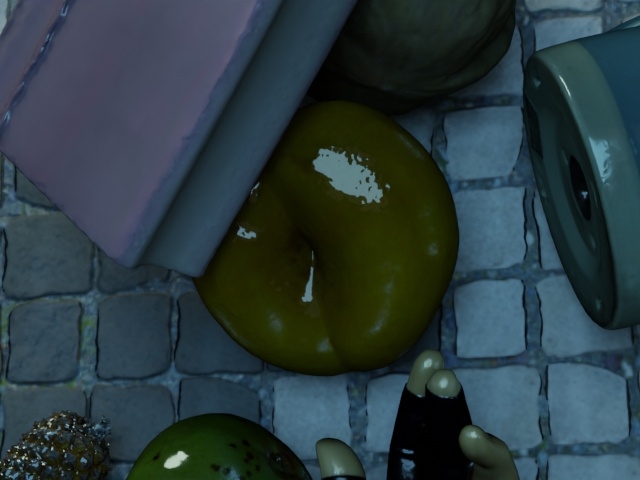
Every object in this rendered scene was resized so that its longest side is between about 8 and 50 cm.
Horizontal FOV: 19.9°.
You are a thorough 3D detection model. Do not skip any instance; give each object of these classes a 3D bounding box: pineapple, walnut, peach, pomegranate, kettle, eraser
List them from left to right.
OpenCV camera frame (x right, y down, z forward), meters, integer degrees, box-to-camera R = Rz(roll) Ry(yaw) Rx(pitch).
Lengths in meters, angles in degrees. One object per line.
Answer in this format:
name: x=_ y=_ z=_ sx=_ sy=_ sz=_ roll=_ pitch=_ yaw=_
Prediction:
pineapple: x=-0.266 y=0.238 z=1.628 sx=0.221 sy=0.083 sz=0.103 roll=-44 pitch=72 yaw=-2
eraser: x=-0.126 y=-0.189 z=1.545 sx=0.272 sy=0.122 sz=0.359 roll=43 pitch=109 yaw=36
pomegranate: x=-0.110 y=0.254 z=1.565 sx=0.224 sy=0.181 sz=0.181 roll=-35 pitch=71 yaw=22
peach: x=0.000 y=0.000 z=1.608 sx=0.251 sy=0.153 sz=0.251 roll=1 pitch=94 yaw=20
walnut: x=0.063 y=-0.229 z=1.626 sx=0.248 sy=0.248 sz=0.248 roll=-2 pitch=74 yaw=8
kettle: x=0.360 y=-0.111 z=1.574 sx=0.342 sy=0.247 sz=0.319 roll=-16 pitch=47 yaw=-4

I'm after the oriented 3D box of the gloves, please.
gloves: x=0.090 y=0.244 z=1.534 sx=0.197 sy=0.152 sz=0.301 roll=3 pitch=100 yaw=3
